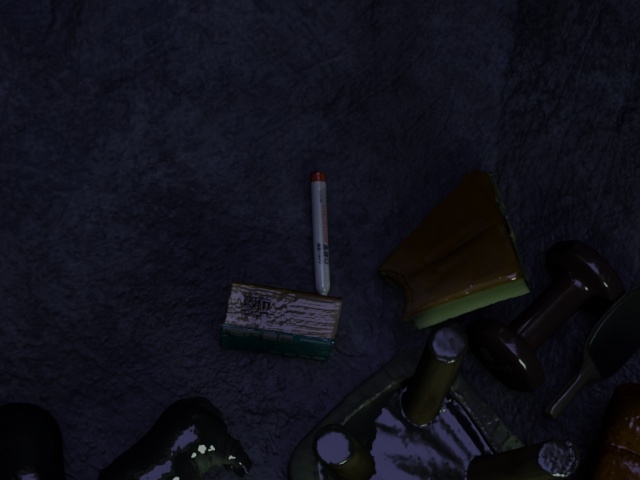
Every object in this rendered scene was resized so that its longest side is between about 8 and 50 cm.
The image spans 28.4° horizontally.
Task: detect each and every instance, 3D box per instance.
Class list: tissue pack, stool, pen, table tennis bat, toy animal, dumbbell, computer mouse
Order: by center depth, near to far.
[{"bbox_3d":[-0.256,0.353,1.727,0.343,0.106,0.168,-30,100,-23],"label":"toy animal"},{"bbox_3d":[0.149,0.315,1.754,0.310,0.226,0.310,-41,80,-15],"label":"stool"},{"bbox_3d":[-0.416,0.353,1.758,0.147,0.088,0.264,-19,80,-9],"label":"computer mouse"},{"bbox_3d":[-0.059,0.118,1.842,0.169,0.120,0.082,9,70,-2],"label":"tissue pack"},{"bbox_3d":[0.334,0.111,1.876,0.225,0.140,0.124,-42,102,-17],"label":"dumbbell"},{"bbox_3d":[0.421,0.171,1.881,0.246,0.138,0.022,-47,48,-8],"label":"table tennis bat"},{"bbox_3d":[0.000,0.000,1.931,0.026,0.026,0.218,0,74,-6],"label":"pen"}]

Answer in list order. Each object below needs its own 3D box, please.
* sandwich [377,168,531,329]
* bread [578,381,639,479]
[{"bbox_3d":[0.186,0.009,1.906,0.212,0.063,0.245,-20,42,10],"label":"sandwich"},{"bbox_3d":[0.447,0.322,1.792,0.135,0.232,0.247,20,96,11],"label":"bread"}]
